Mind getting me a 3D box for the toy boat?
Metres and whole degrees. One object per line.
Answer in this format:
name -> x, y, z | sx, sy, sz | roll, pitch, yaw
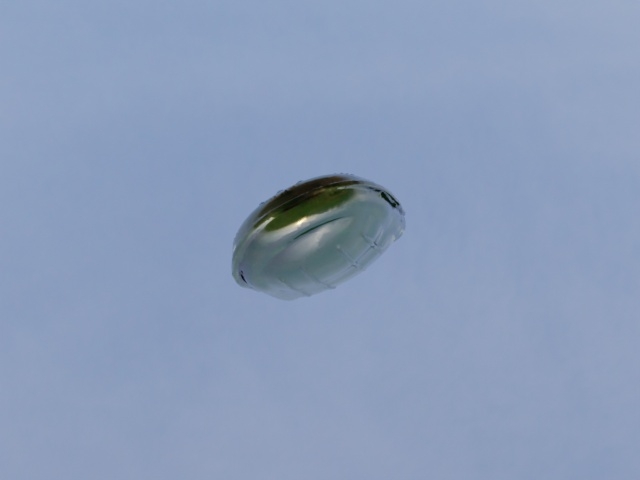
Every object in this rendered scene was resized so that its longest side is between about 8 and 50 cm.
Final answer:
toy boat -> 0.000, 0.000, 0.856 | 0.104, 0.210, 0.052 | -28, -99, 5
